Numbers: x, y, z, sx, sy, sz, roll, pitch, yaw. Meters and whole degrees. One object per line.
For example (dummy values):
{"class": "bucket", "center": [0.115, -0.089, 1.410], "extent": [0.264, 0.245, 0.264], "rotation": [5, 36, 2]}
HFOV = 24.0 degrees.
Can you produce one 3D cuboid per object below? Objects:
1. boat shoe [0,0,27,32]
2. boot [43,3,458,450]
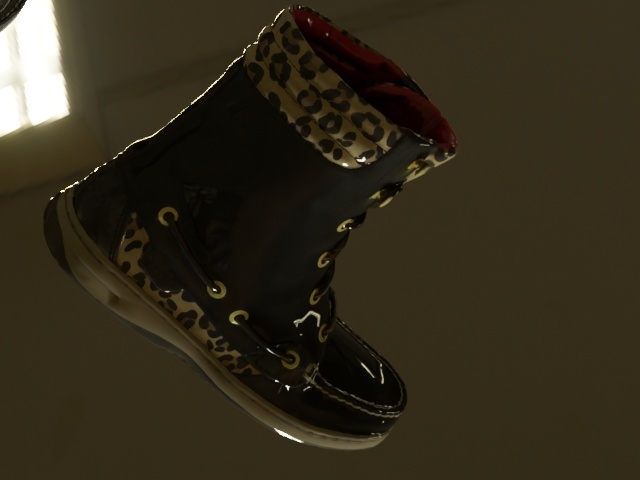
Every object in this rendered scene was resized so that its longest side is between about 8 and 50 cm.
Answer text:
{"class": "boat shoe", "center": [-0.420, -0.230, 1.644], "extent": [0.158, 0.127, 0.340], "rotation": [16, -141, 40]}
{"class": "boot", "center": [0.000, 0.000, 1.237], "extent": [0.284, 0.377, 0.138], "rotation": [-42, -153, 21]}
